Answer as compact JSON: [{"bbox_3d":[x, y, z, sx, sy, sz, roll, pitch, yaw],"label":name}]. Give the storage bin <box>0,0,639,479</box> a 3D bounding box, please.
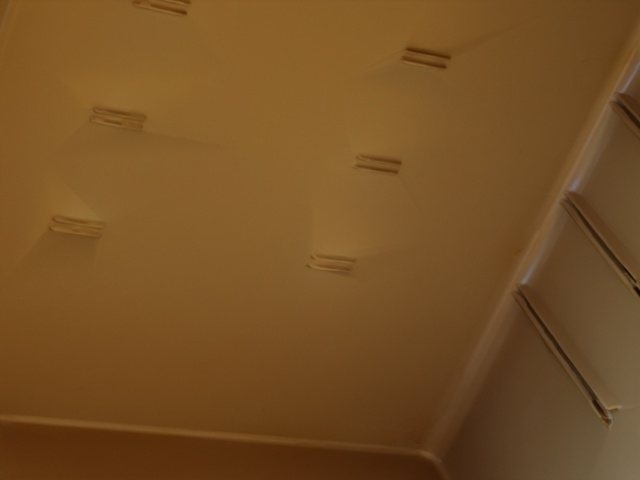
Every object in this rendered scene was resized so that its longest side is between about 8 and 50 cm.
[{"bbox_3d":[0.000,0.000,0.517,0.260,0.123,0.262,8,-59,-29],"label":"storage bin"}]
